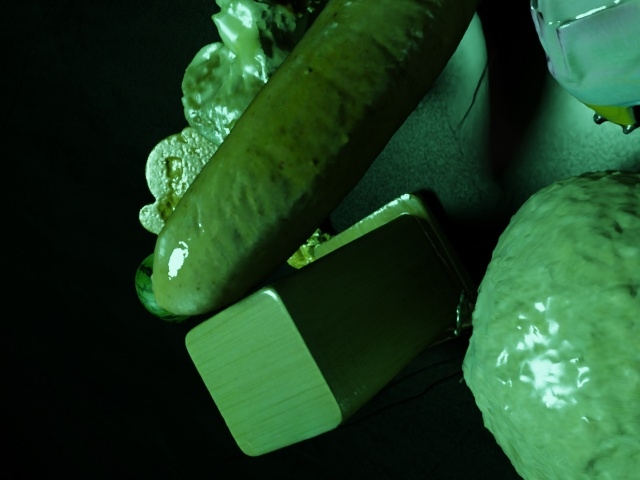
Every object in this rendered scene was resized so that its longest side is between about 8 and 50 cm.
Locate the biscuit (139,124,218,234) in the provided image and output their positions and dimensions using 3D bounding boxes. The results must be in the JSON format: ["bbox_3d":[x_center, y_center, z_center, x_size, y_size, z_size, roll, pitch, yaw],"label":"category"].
[{"bbox_3d":[-0.213,-0.067,1.092,0.184,0.035,0.249,-3,104,8],"label":"biscuit"}]

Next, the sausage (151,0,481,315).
[{"bbox_3d":[0.013,-0.132,0.601,0.123,0.501,0.136,38,176,-42],"label":"sausage"}]

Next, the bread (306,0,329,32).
[{"bbox_3d":[0.036,-0.233,0.764,0.134,0.085,0.173,32,130,33],"label":"bread"}]

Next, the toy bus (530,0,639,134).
[{"bbox_3d":[0.303,-0.199,0.395,0.386,0.162,0.171,-11,65,50],"label":"toy bus"}]

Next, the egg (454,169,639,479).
[{"bbox_3d":[0.260,0.094,0.567,0.279,0.279,0.311,2,93,46],"label":"egg"}]

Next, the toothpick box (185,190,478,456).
[{"bbox_3d":[0.024,0.091,0.744,0.187,0.308,0.190,-30,88,37],"label":"toothpick box"}]

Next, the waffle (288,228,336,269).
[{"bbox_3d":[-0.003,0.001,0.953,0.194,0.051,0.149,50,138,16],"label":"waffle"}]

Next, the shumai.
[{"bbox_3d":[-0.071,-0.197,0.716,0.210,0.161,0.153,-110,21,-46],"label":"shumai"}]

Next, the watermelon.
[{"bbox_3d":[-0.248,0.083,1.186,0.187,0.140,0.141,14,119,42],"label":"watermelon"}]
